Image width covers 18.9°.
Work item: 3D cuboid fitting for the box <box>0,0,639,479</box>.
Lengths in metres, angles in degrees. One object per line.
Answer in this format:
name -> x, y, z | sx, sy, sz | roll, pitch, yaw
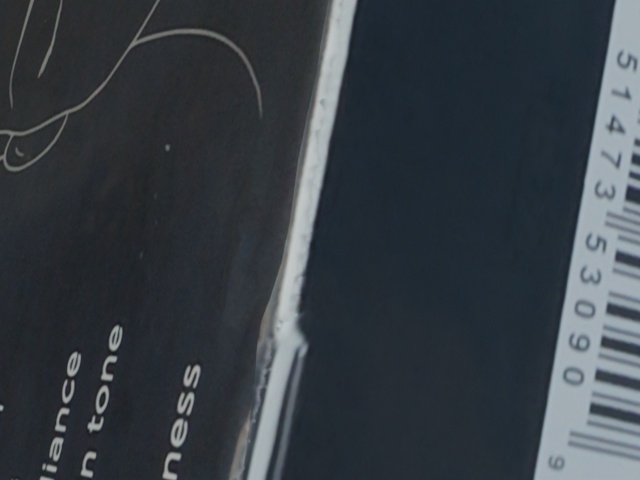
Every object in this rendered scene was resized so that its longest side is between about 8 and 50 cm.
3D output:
box -> 0.000, 0.000, 0.754 | 0.297, 0.471, 0.480 | 15, 82, -30
